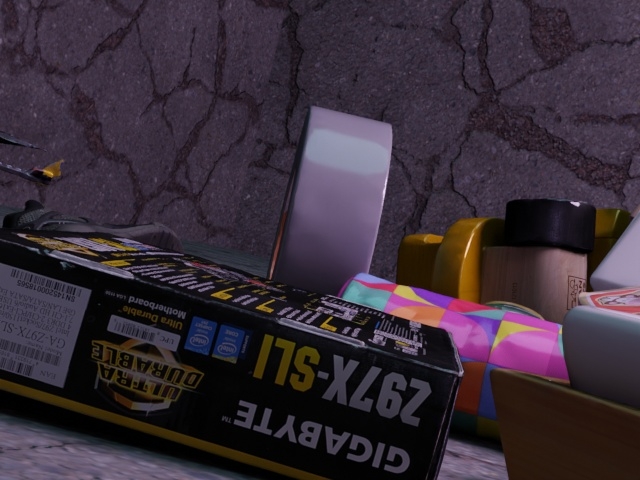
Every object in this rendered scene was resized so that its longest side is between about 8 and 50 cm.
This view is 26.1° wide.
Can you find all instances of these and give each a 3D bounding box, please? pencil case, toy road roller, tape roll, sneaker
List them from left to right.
[{"bbox_3d":[-0.236,0.008,1.398,0.130,0.087,0.227,21,10,29],"label":"sneaker"},{"bbox_3d":[0.000,0.000,1.165,0.072,0.219,0.219,13,1,-4],"label":"tape roll"},{"bbox_3d":[0.120,0.094,1.003,0.236,0.104,0.104,14,1,12],"label":"pencil case"},{"bbox_3d":[0.229,0.067,1.526,0.240,0.203,0.329,-1,-8,39],"label":"toy road roller"}]

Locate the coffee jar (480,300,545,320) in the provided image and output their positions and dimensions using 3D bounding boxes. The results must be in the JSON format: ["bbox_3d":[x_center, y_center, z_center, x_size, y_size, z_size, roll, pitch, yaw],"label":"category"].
[{"bbox_3d":[0.149,0.099,1.149,0.079,0.096,0.184,16,0,8],"label":"coffee jar"}]

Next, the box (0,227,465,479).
[{"bbox_3d":[-0.051,0.061,0.809,0.257,0.079,0.322,14,1,3],"label":"box"}]

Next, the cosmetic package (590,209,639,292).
[{"bbox_3d":[0.479,0.099,1.158,0.453,0.161,0.230,14,-35,45],"label":"cosmetic package"}]

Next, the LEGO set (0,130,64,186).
[{"bbox_3d":[-0.294,-0.052,0.721,0.254,0.192,0.331,14,0,3],"label":"LEGO set"}]

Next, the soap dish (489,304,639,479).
[{"bbox_3d":[0.237,0.116,0.528,0.290,0.118,0.229,13,1,-28],"label":"soap dish"}]

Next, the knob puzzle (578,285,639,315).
[{"bbox_3d":[0.275,0.041,0.994,0.213,0.030,0.213,-3,8,0],"label":"knob puzzle"}]

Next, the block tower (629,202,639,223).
[{"bbox_3d":[0.462,0.015,1.350,0.335,0.097,0.091,20,-33,42],"label":"block tower"}]
